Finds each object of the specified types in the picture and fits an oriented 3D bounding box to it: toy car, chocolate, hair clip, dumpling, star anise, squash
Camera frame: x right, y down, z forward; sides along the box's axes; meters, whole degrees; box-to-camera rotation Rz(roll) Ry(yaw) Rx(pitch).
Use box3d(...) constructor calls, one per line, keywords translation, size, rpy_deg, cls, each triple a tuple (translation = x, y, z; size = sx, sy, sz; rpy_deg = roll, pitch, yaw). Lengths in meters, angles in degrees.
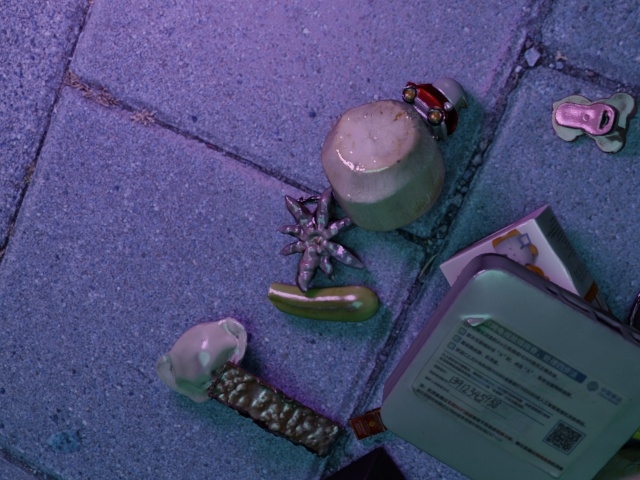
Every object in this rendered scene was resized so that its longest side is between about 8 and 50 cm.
box3d(translation=(0.242, -0.285, 1.415), size=(0.112, 0.112, 0.139), rpy_deg=(-42, 75, 0), cls="toy car")
box3d(translation=(-0.099, 0.376, 1.539), size=(0.329, 0.065, 0.102), rpy_deg=(33, 98, -16), cls="chocolate")
box3d(translation=(0.543, -0.240, 1.374), size=(0.138, 0.102, 0.123), rpy_deg=(16, 99, 45), cls="hair clip")
box3d(translation=(-0.262, 0.273, 1.584), size=(0.250, 0.132, 0.162), rpy_deg=(-33, 83, 16), cls="dumpling")
box3d(translation=(0.000, 0.000, 1.505), size=(0.229, 0.093, 0.236), rpy_deg=(27, 94, 8), cls="star anise")
box3d(translation=(0.009, 0.136, 1.530), size=(0.250, 0.083, 0.083), rpy_deg=(2, 97, 18), cls="squash")

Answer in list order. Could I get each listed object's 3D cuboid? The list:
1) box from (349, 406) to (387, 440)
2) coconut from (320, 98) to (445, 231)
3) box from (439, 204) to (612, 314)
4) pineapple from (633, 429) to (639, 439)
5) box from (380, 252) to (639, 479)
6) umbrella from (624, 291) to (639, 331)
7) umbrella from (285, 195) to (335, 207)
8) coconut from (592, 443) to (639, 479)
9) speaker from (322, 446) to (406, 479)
box3d(translation=(0.112, 0.414, 1.557), size=(0.082, 0.023, 0.051), rpy_deg=(-24, 90, 16), cls="box")
box3d(translation=(0.126, -0.149, 1.393), size=(0.245, 0.247, 0.244), rpy_deg=(-5, 64, 11), cls="coconut")
box3d(translation=(0.426, 0.134, 1.360), size=(0.225, 0.143, 0.341), rpy_deg=(-31, 89, 32), cls="box")
box3d(translation=(0.708, 0.306, 1.306), size=(0.335, 0.161, 0.158), rpy_deg=(9, 134, 22), cls="pineapple")
box3d(translation=(0.357, 0.263, 1.240), size=(0.396, 0.111, 0.396), rpy_deg=(31, 113, 0), cls="box")
box3d(translation=(0.650, 0.164, 1.376), size=(0.066, 0.059, 0.235), rpy_deg=(20, 100, -12), cls="umbrella")
box3d(translation=(-0.023, -0.092, 1.544), size=(0.122, 0.013, 0.022), rpy_deg=(-13, 106, 15), cls="umbrella")
box3d(translation=(0.626, 0.544, 1.305), size=(0.323, 0.323, 0.322), rpy_deg=(2, 96, 14), cls="coconut")
box3d(translation=(0.087, 0.633, 1.507), size=(0.254, 0.184, 0.232), rpy_deg=(-37, 86, 18), cls="speaker")
